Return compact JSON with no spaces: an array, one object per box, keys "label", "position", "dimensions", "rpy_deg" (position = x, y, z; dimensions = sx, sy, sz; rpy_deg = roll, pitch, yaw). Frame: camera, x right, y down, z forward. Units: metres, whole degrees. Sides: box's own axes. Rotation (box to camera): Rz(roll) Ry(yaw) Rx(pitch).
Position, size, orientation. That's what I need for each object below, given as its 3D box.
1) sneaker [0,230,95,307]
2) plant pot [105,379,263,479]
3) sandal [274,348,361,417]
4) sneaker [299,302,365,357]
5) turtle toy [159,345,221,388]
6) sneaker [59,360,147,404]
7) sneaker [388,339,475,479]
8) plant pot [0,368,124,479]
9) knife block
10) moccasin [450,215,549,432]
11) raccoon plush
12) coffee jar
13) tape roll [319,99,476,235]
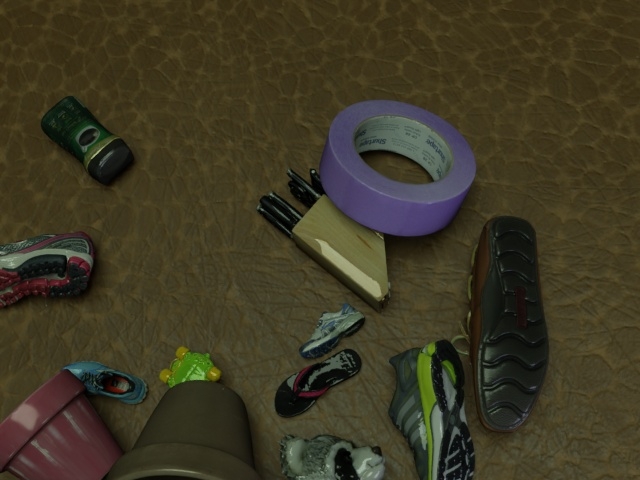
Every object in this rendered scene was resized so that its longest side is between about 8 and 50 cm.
[{"label":"sneaker","position":[-0.569,0.051,1.718],"dimensions":[0.299,0.121,0.112],"rpy_deg":[-3,41,4]},{"label":"plant pot","position":[-0.210,0.363,1.502],"dimensions":[0.262,0.263,0.229],"rpy_deg":[-1,40,4]},{"label":"sandal","position":[-0.008,0.249,1.628],"dimensions":[0.179,0.040,0.067],"rpy_deg":[-33,71,-7]},{"label":"sneaker","position":[0.013,0.163,1.659],"dimensions":[0.135,0.052,0.058],"rpy_deg":[-32,61,-15]},{"label":"turtle toy","position":[-0.237,0.257,1.630],"dimensions":[0.095,0.066,0.130],"rpy_deg":[32,76,16]},{"label":"sneaker","position":[-0.394,0.248,1.642],"dimensions":[0.162,0.073,0.064],"rpy_deg":[9,72,8]},{"label":"sneaker","position":[0.183,0.323,1.561],"dimensions":[0.121,0.111,0.300],"rpy_deg":[-10,79,45]},{"label":"plant pot","position":[-0.443,0.350,1.557],"dimensions":[0.180,0.201,0.201],"rpy_deg":[44,78,1]},{"label":"knife block","position":[0.000,0.000,1.693],"dimensions":[0.241,0.088,0.276],"rpy_deg":[-5,70,3]},{"label":"moccasin","position":[0.310,0.148,1.599],"dimensions":[0.139,0.147,0.380],"rpy_deg":[3,66,-10]},{"label":"raccoon plush","position":[-0.040,0.518,1.460],"dimensions":[0.446,0.216,0.299],"rpy_deg":[-41,65,-10]},{"label":"coffee jar","position":[-0.459,-0.196,1.803],"dimensions":[0.184,0.079,0.096],"rpy_deg":[41,76,17]},{"label":"tape roll","position":[0.139,-0.137,1.666],"dimensions":[0.274,0.090,0.275],"rpy_deg":[9,45,-9]}]
